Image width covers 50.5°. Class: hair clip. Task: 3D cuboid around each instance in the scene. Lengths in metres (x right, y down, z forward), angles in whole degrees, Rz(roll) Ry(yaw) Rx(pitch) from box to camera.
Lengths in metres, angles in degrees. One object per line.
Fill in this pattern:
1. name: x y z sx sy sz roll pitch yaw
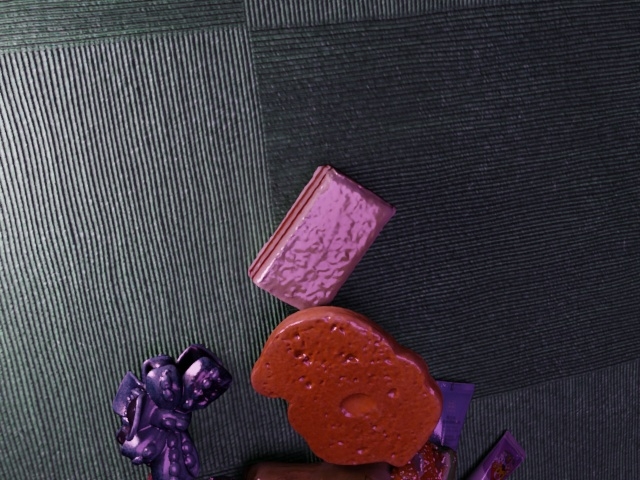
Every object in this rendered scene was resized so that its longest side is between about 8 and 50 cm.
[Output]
1. hair clip: -0.337 0.374 1.487 0.206 0.194 0.310 19 93 -29

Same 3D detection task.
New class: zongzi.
1. zongzi: -0.020 0.554 1.639 0.447 0.181 0.418 40 74 -15

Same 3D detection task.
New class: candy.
1. candy: 0.000 0.000 1.510 0.179 0.135 0.320 35 91 -19

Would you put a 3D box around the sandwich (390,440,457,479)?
1. sandwich: 0.245 0.580 1.652 0.160 0.109 0.185 12 83 -48

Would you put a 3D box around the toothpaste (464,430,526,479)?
1. toothpaste: 0.439 0.656 1.836 0.299 0.073 0.114 -44 111 -10

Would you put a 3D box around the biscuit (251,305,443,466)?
1. biscuit: 0.072 0.337 1.529 0.350 0.078 0.455 -32 107 23

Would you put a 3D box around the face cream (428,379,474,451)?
1. face cream: 0.302 0.551 1.761 0.135 0.086 0.385 10 95 -21

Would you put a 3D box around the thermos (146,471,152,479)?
1. thermos: -0.334 0.595 1.505 0.099 0.232 0.124 15 98 -18
